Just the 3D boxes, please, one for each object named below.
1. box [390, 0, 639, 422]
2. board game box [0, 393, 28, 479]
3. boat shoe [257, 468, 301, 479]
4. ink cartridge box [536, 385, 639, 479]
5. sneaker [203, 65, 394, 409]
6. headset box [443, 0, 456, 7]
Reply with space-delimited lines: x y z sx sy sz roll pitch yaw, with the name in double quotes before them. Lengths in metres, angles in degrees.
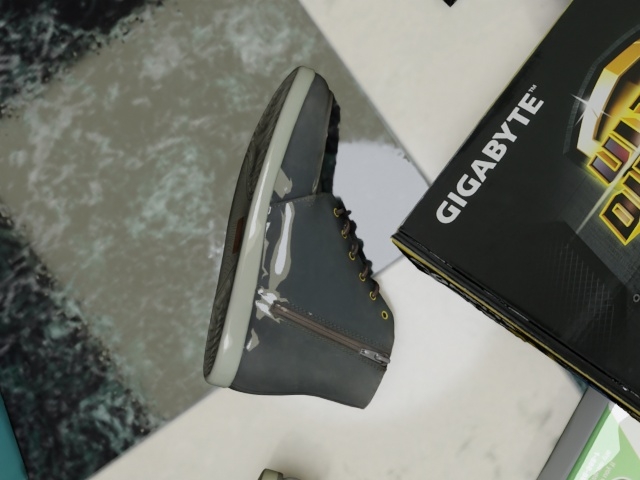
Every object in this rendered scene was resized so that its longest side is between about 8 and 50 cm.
"box" 0.239 -0.052 0.711 0.257 0.079 0.322 37 87 29
"board game box" -0.381 0.052 0.822 0.253 0.079 0.336 -18 89 4
"boat shoe" -0.034 0.300 0.789 0.103 0.113 0.302 14 102 3
"ink cartridge box" 0.274 0.158 0.767 0.219 0.092 0.160 29 91 3
"sneaker" 0.000 0.000 0.805 0.118 0.083 0.222 14 85 -15
"headset box" 0.096 -0.212 0.807 0.062 0.032 0.083 45 95 2
